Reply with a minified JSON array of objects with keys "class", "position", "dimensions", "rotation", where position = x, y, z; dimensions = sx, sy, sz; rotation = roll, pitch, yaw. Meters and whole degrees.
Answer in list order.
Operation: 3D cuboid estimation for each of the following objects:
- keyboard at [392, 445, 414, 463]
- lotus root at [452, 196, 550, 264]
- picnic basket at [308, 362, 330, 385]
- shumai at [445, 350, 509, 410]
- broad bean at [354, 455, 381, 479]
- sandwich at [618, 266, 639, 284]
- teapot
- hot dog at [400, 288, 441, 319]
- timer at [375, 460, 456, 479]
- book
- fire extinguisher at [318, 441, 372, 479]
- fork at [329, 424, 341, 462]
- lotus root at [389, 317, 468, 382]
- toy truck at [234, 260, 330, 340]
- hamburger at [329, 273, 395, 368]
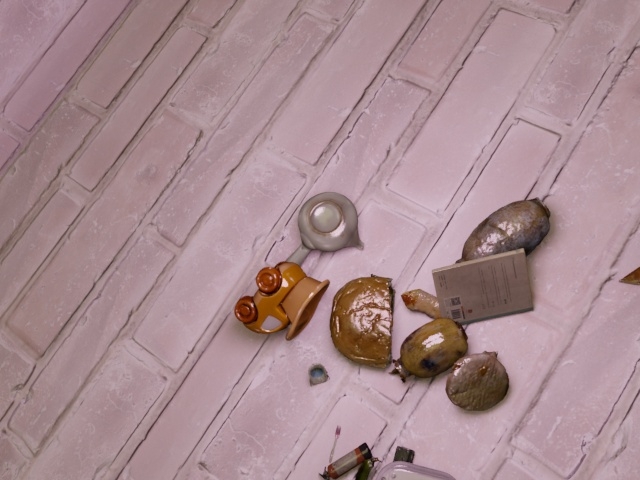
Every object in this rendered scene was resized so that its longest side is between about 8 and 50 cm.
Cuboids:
[{"class":"keyboard","position":[0.231,0.717,1.709],"dimensions":[0.060,0.018,0.196],"rotation":[12,75,26]},{"class":"lotus root","position":[0.567,0.001,1.784],"dimensions":[0.349,0.175,0.175],"rotation":[-40,66,6]},{"class":"picnic basket","position":[-0.006,0.432,1.843],"dimensions":[0.065,0.083,0.083],"rotation":[-13,24,-4]},{"class":"shumai","position":[0.454,0.399,1.703],"dimensions":[0.201,0.120,0.202],"rotation":[-3,109,-8]},{"class":"broad bean","position":[0.118,0.744,1.703],"dimensions":[0.069,0.039,0.227],"rotation":[21,91,57]},{"class":"sandwich","position":[0.940,0.113,1.713],"dimensions":[0.083,0.031,0.044],"rotation":[-36,62,3]},{"class":"teapot","position":[-0.019,-0.031,1.969],"dimensions":[0.318,0.149,0.220],"rotation":[-21,74,7]},{"class":"hot dog","position":[0.335,0.200,1.836],"dimensions":[0.168,0.061,0.078],"rotation":[25,112,2]},{"class":"timer","position":[0.274,0.767,1.627],"dimensions":[0.261,0.087,0.237],"rotation":[10,76,11]},{"class":"book","position":[0.496,0.151,1.752],"dimensions":[0.282,0.025,0.215],"rotation":[-12,112,8]},{"class":"fire extinguisher","position":[0.073,0.681,1.748],"dimensions":[0.177,0.050,0.062],"rotation":[-32,25,2]},{"class":"fork","position":[0.044,0.636,1.793],"dimensions":[0.016,0.012,0.115],"rotation":[10,79,23]},{"class":"lotus root","position":[0.320,0.344,1.749],"dimensions":[0.278,0.154,0.154],"rotation":[-33,66,9]},{"class":"toy truck","position":[-0.125,0.193,1.874],"dimensions":[0.211,0.204,0.288],"rotation":[37,104,12]},{"class":"hamburger","position":[0.135,0.250,1.839],"dimensions":[0.211,0.132,0.309],"rotation":[0,73,13]}]
